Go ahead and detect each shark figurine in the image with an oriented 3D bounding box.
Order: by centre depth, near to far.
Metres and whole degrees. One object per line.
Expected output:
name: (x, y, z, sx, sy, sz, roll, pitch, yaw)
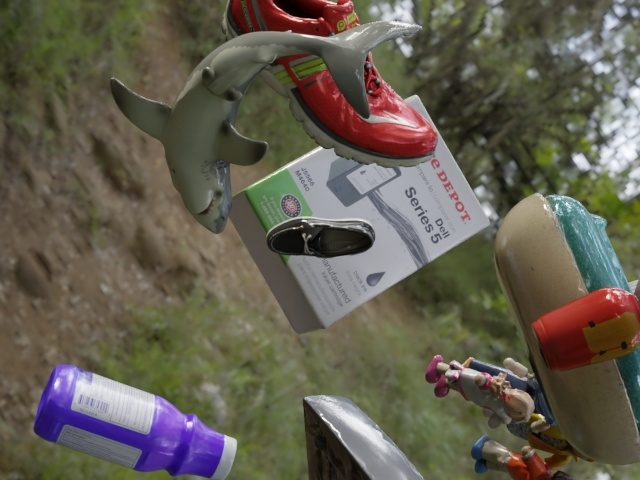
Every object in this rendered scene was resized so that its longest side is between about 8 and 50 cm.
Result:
shark figurine: (-0.060, -0.139, 1.088, 0.166, 0.278, 0.116, 45, 41, -10)

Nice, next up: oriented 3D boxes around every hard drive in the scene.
hard drive: (0.067, 0.274, 1.228, 0.254, 0.054, 0.172, 48, -28, 42)

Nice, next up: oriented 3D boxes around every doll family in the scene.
doll family: (0.246, 0.199, 1.482, 0.163, 0.118, 0.263, 16, -31, 41)

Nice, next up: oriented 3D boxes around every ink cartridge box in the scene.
ink cartridge box: (0.047, -0.034, 1.622, 0.198, 0.273, 0.115, 60, -21, -3)

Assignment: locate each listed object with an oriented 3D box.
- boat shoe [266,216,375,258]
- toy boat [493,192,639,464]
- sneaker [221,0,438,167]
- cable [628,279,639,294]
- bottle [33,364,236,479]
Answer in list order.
boat shoe: (0.000, 0.000, 1.448, 0.038, 0.125, 0.046, -90, 180, -68)
toy boat: (0.257, 0.071, 1.132, 0.318, 0.148, 0.267, 37, 32, -84)
sneaker: (0.013, -0.183, 1.289, 0.279, 0.118, 0.107, 41, 40, 13)
cable: (0.453, 0.154, 1.656, 0.257, 0.257, 0.089, 32, 39, -14)
bottle: (-0.260, 0.269, 1.809, 0.283, 0.092, 0.118, 21, 26, -14)
